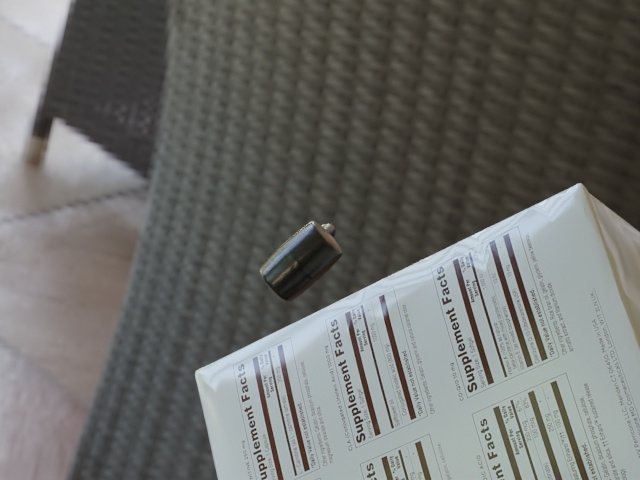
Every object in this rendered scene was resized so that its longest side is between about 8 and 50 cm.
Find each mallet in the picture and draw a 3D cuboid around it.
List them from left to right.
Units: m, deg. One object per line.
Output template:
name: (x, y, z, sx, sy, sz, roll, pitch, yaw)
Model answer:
mallet: (0.000, 0.000, 1.469, 0.039, 0.062, 0.189, 48, 18, -1)

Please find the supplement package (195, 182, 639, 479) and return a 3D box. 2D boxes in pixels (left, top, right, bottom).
supplement package: (0.089, 0.107, 0.821, 0.194, 0.203, 0.149, 30, 39, -53)
